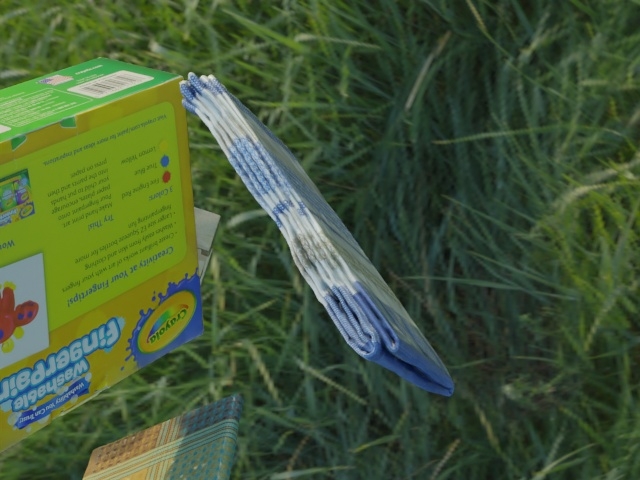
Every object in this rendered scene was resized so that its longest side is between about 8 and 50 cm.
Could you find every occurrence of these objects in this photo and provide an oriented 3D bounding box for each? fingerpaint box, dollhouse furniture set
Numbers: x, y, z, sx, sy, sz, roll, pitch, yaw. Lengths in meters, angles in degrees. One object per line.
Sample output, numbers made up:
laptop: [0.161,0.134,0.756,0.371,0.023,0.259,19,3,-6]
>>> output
fingerpaint box: [-0.358,0.021,1.408,0.163,0.445,0.371,17,122,35]
dollhouse furniture set: [-0.236,0.028,1.806,0.123,0.151,0.144,18,75,-2]

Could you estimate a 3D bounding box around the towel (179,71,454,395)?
towel: [0.000,0.000,0.955,0.034,0.209,0.285,-38,67,6]

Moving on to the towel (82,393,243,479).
towel: [-0.234,0.375,1.538,0.271,0.370,0.040,-23,120,22]
